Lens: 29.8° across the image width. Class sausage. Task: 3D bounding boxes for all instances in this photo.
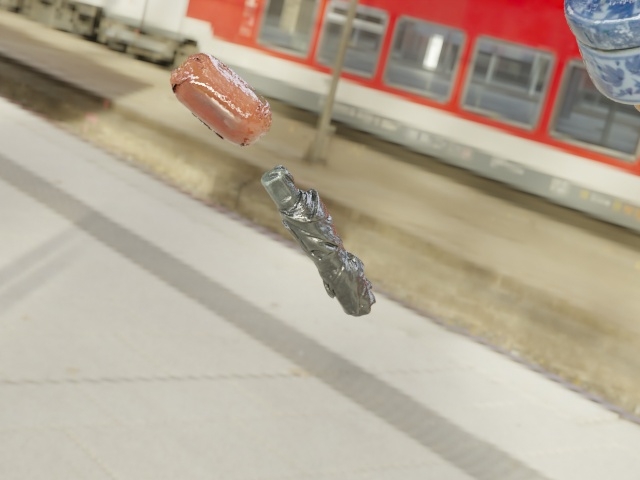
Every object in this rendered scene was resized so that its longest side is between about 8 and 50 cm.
[{"bbox_3d":[-0.124,-0.174,1.504,0.141,0.076,0.076,40,8,-10],"label":"sausage"}]

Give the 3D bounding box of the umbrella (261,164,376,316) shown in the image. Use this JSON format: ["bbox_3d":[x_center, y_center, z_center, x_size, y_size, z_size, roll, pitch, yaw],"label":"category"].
[{"bbox_3d":[0.000,0.000,1.504,0.236,0.059,0.066,56,8,-32],"label":"umbrella"}]

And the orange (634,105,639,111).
[{"bbox_3d":[0.413,-0.189,1.460,0.083,0.083,0.070,10,-28,-18],"label":"orange"}]

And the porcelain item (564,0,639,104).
[{"bbox_3d":[0.317,-0.217,1.165,0.147,0.147,0.114,29,-21,51],"label":"porcelain item"}]
